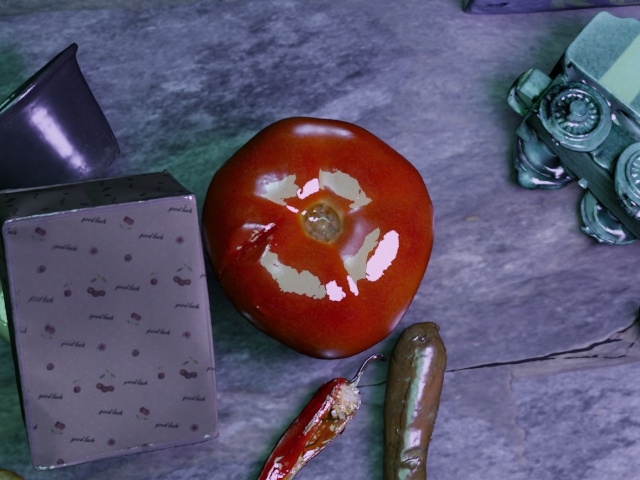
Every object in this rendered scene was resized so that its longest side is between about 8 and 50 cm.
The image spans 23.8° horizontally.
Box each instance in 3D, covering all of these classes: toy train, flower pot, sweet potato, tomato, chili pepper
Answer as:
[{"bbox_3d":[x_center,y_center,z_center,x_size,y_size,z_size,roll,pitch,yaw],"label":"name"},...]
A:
[{"bbox_3d":[0.388,-0.135,1.937,0.299,0.167,0.238,41,70,5],"label":"toy train"},{"bbox_3d":[-0.347,-0.115,1.886,0.235,0.235,0.148,-43,102,-10],"label":"flower pot"},{"bbox_3d":[0.112,0.234,1.886,0.075,0.075,0.273,5,80,-1],"label":"sweet potato"},{"bbox_3d":[0.000,0.000,1.852,0.298,0.226,0.298,2,71,-5],"label":"tomato"},{"bbox_3d":[-0.013,0.239,1.893,0.268,0.059,0.050,-50,46,-8],"label":"chili pepper"}]

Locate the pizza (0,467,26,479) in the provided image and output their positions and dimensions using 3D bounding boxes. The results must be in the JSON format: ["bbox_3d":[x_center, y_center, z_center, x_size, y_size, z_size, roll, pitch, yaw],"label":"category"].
[{"bbox_3d":[-0.408,0.411,1.845,0.181,0.034,0.262,19,77,2],"label":"pizza"}]

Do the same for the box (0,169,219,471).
[{"bbox_3d":[-0.253,0.083,1.773,0.225,0.190,0.297,-9,106,-16],"label":"box"}]

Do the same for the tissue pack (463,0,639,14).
[{"bbox_3d":[0.384,-0.392,1.919,0.394,0.288,0.124,-5,76,-3],"label":"tissue pack"}]

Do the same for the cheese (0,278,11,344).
[{"bbox_3d":[-0.393,0.075,1.909,0.251,0.054,0.127,15,78,2],"label":"cheese"}]

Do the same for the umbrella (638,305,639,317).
[{"bbox_3d":[0.559,0.059,1.930,0.326,0.090,0.094,-20,83,-6],"label":"umbrella"}]
